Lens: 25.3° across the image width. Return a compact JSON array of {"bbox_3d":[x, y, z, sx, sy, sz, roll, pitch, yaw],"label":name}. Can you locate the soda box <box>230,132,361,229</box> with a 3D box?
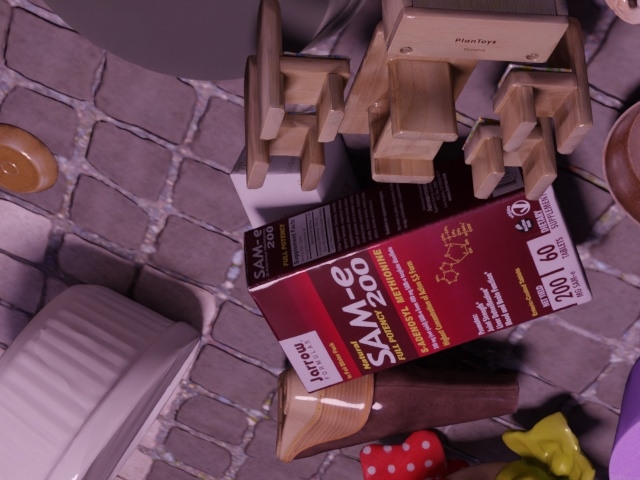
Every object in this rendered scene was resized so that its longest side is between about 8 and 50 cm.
[{"bbox_3d":[0.000,0.000,1.186,0.074,0.069,0.216,1,137,24],"label":"soda box"}]

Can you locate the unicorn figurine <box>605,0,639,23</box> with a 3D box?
[{"bbox_3d":[0.250,-0.169,0.896,0.162,0.060,0.111,4,140,45],"label":"unicorn figurine"}]

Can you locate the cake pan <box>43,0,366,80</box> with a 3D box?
[{"bbox_3d":[-0.102,-0.224,0.994,0.293,0.054,0.293,13,140,11],"label":"cake pan"}]

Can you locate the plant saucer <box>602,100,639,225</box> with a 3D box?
[{"bbox_3d":[0.288,-0.056,1.019,0.168,0.029,0.168,12,139,11],"label":"plant saucer"}]

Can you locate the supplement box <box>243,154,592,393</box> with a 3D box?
[{"bbox_3d":[0.075,0.020,1.103,0.239,0.073,0.130,-20,129,11],"label":"supplement box"}]

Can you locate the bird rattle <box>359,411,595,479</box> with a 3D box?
[{"bbox_3d":[0.136,0.254,1.310,0.253,0.207,0.143,-8,127,25],"label":"bird rattle"}]

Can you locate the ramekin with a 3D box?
[{"bbox_3d":[-0.238,0.162,1.341,0.127,0.273,0.273,35,141,4],"label":"ramekin"}]

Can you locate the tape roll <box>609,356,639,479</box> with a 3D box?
[{"bbox_3d":[0.387,0.184,1.196,0.275,0.090,0.275,13,139,12],"label":"tape roll"}]

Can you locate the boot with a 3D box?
[{"bbox_3d":[0.064,0.160,1.318,0.207,0.090,0.248,3,165,-5],"label":"boot"}]

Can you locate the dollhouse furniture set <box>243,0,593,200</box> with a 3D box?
[{"bbox_3d":[0.067,-0.148,0.928,0.212,0.161,0.242,2,156,-11],"label":"dollhouse furniture set"}]

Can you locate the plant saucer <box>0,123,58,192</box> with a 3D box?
[{"bbox_3d":[-0.277,-0.069,1.280,0.083,0.015,0.083,13,140,12],"label":"plant saucer"}]
